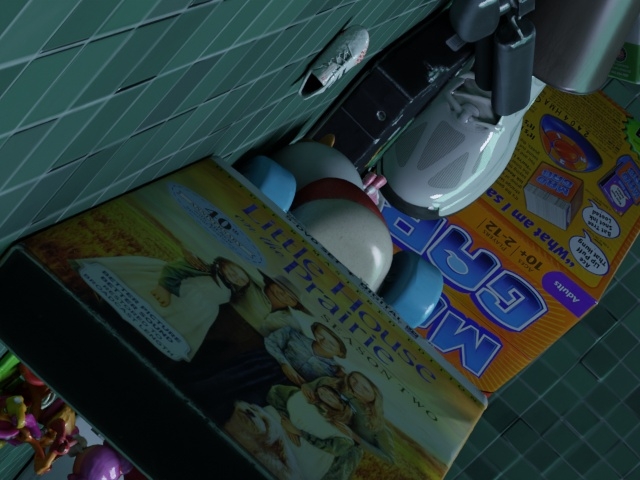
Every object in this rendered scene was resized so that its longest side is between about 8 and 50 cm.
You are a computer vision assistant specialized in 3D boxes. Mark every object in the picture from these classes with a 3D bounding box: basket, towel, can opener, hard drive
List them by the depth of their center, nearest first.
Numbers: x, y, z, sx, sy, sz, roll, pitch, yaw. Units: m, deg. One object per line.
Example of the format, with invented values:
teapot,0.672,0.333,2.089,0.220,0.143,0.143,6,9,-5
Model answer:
can opener,0.176,-0.214,1.931,0.093,0.074,0.280,-27,157,-3
basket,0.296,-0.309,2.038,0.154,0.204,0.227,1,141,-29
hard drive,0.031,-0.105,2.069,0.339,0.064,0.237,-49,176,37
towel,0.000,0.000,2.197,0.197,0.029,0.144,-45,177,-6

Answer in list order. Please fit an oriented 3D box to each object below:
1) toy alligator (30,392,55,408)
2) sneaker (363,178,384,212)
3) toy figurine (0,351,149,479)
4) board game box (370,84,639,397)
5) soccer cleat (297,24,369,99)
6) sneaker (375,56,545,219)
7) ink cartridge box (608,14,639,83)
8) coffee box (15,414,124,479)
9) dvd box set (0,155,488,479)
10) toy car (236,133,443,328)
toy alligator,-0.182,0.074,1.605,0.190,0.056,0.051,-45,176,-23
sneaker,-0.042,0.056,2.580,0.323,0.130,0.236,-50,177,-44
toy figurine,-0.191,0.149,1.502,0.173,0.159,0.130,-42,175,-41
board game box,0.251,-0.042,2.800,0.356,0.356,0.356,-51,-178,-41
soccer cleat,0.011,-0.147,1.555,0.083,0.029,0.035,-42,-176,38
sneaker,0.224,-0.242,2.337,0.447,0.169,0.257,-53,171,-18
ink cartridge box,0.358,-0.298,2.163,0.087,0.208,0.153,-8,-160,-31
coffee box,-0.205,0.368,2.517,0.334,0.338,0.337,-41,176,-47
dvd box set,-0.040,0.085,1.318,0.062,0.307,0.420,-49,176,17
toy car,-0.026,-0.008,1.823,0.210,0.219,0.238,-47,-155,25
